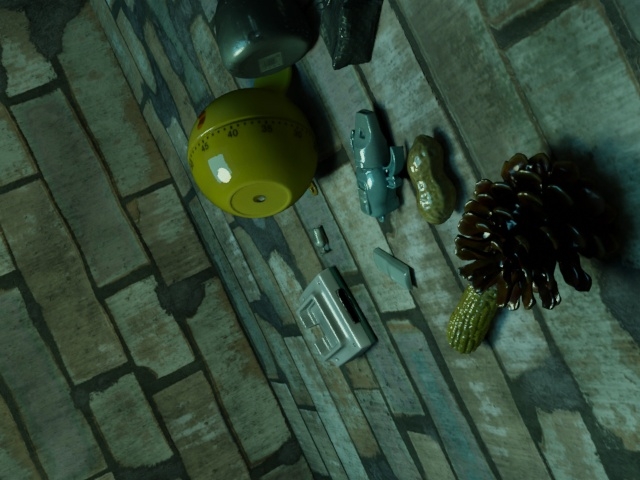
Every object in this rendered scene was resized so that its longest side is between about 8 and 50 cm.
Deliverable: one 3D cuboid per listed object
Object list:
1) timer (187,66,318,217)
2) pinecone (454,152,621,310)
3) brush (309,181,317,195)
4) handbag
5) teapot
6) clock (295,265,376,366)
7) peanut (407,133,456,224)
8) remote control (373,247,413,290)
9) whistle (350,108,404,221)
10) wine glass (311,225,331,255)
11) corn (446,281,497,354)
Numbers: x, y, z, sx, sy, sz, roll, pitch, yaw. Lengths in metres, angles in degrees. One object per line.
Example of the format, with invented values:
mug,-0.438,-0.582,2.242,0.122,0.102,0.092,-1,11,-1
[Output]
timer,-0.176,-0.263,2.231,0.376,0.376,0.387,105,158,-60
pinecone,0.335,0.002,1.388,0.264,0.264,0.264,50,155,34
brush,-0.076,-0.245,2.411,0.272,0.013,0.103,61,159,6
handbag,0.044,-0.480,1.780,0.270,0.089,0.175,99,148,-57
teapot,-0.143,-0.552,2.037,0.223,0.305,0.285,-26,80,27
clock,0.035,0.239,2.558,0.262,0.116,0.231,59,158,11
peanut,0.227,-0.123,1.734,0.089,0.089,0.192,15,128,63
remote control,0.180,0.072,2.138,0.162,0.029,0.061,33,141,55
whistle,0.121,-0.164,1.932,0.186,0.093,0.274,34,141,54
wine glass,0.000,0.000,2.471,0.039,0.042,0.083,-10,104,38
corn,0.327,0.152,1.809,0.086,0.086,0.288,53,154,27
